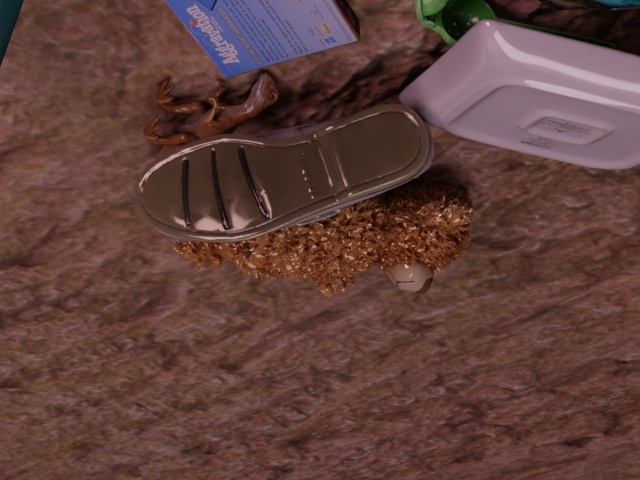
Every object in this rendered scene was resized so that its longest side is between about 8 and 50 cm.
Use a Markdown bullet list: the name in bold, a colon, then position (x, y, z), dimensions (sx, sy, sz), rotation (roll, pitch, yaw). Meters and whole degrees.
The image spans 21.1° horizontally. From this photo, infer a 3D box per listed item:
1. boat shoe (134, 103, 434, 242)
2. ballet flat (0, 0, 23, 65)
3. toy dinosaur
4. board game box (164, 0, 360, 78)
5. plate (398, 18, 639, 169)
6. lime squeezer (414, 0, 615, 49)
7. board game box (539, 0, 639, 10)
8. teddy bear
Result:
- **boat shoe**: position (-0.032, -0.059, 1.736), dimensions (0.302, 0.113, 0.103), rotation (-11, 173, 8)
- **ballet flat**: position (-0.283, -0.276, 1.404), dimensions (0.182, 0.164, 0.483), rotation (31, 135, -11)
- **toy dinosaur**: position (-0.133, -0.107, 1.754), dimensions (0.211, 0.064, 0.112), rotation (-28, 142, 37)
- **board game box**: position (-0.081, -0.249, 1.553), dimensions (0.145, 0.027, 0.281), rotation (-14, 147, 17)
- **plate**: position (0.238, -0.125, 1.656), dimensions (0.277, 0.045, 0.278), rotation (12, 168, -12)
- **lime squeezer**: position (0.129, -0.218, 1.567), dimensions (0.310, 0.058, 0.110), rotation (27, 166, -38)
- **board game box**: position (0.194, -0.253, 1.511), dimensions (0.186, 0.026, 0.126), rotation (25, 168, -37)
- **teddy bear**: position (0.000, 0.000, 1.898), dimensions (0.338, 0.113, 0.245), rotation (10, 149, -19)
